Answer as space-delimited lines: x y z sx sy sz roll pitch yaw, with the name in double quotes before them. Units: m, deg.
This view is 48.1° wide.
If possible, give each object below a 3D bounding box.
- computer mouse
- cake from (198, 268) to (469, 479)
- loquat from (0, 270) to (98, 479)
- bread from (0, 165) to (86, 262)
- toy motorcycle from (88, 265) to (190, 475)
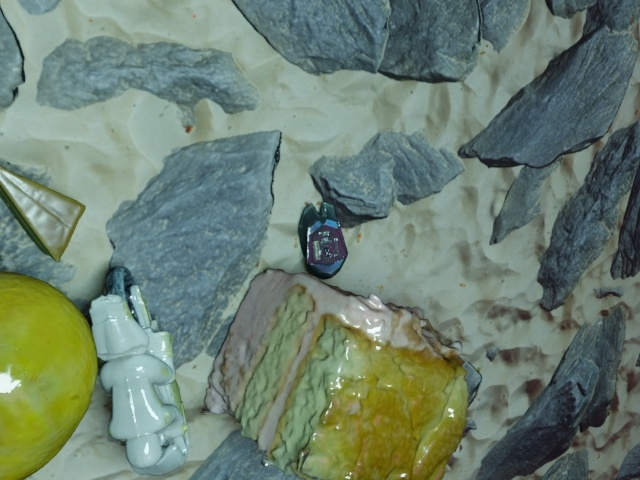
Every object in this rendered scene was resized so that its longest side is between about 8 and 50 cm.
"computer mouse" 0.000 0.000 1.227 0.079 0.047 0.134 -11 100 -25
"cake" 0.035 0.215 1.152 0.314 0.307 0.293 25 85 -36
"loquat" -0.407 0.165 0.865 0.275 0.275 0.274 -10 108 -32
"bread" -0.391 -0.040 0.929 0.139 0.074 0.084 29 82 -37
"toy motorcycle" -0.251 0.211 1.011 0.108 0.223 0.340 -12 113 -2
